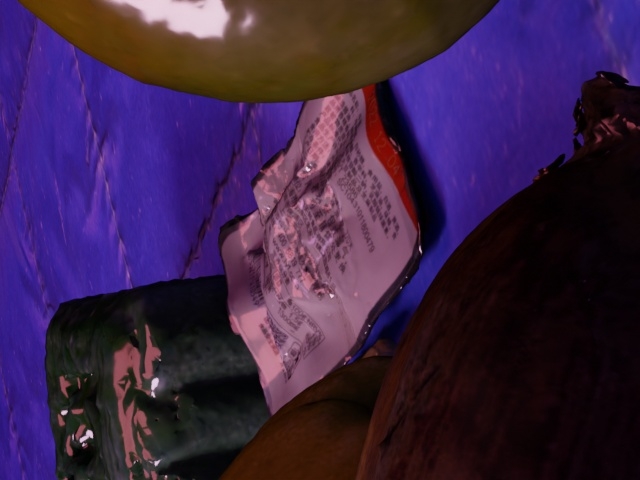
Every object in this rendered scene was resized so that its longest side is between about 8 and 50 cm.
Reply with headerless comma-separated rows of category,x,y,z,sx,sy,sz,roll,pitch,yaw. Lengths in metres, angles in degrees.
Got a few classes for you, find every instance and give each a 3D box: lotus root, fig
lotus root,0.089,0.135,0.637,0.196,0.179,0.398,171,114,-68
fig,-0.027,-0.218,0.780,0.316,0.316,0.316,171,90,-71

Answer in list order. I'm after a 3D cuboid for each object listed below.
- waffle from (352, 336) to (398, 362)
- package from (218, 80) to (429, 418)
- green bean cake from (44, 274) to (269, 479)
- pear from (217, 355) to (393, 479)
waffle,-0.008,0.143,1.068,0.036,0.183,0.169,36,149,-1
package,0.000,0.000,1.100,0.232,0.040,0.166,-54,45,43
green bean cake,-0.100,0.180,1.316,0.308,0.169,0.300,169,92,-70
pear,0.028,0.221,0.853,0.269,0.269,0.321,-154,67,-67
